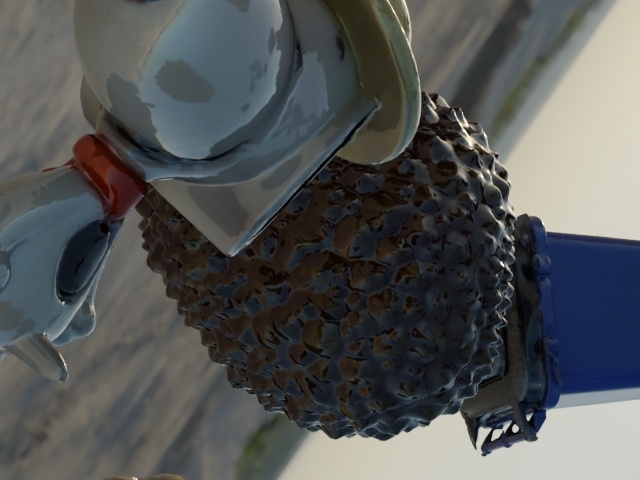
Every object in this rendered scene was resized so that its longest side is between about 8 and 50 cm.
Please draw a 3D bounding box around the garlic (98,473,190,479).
[{"bbox_3d":[-0.133,0.252,1.418,0.147,0.159,0.102,-17,-177,-6],"label":"garlic"}]

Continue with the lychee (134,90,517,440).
[{"bbox_3d":[0.000,0.000,1.255,0.271,0.271,0.271,-55,177,-5],"label":"lychee"}]

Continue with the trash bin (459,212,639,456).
[{"bbox_3d":[0.232,0.080,1.547,0.162,0.235,0.184,145,-57,-68],"label":"trash bin"}]

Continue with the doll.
[{"bbox_3d":[-0.086,-0.032,0.805,0.271,0.144,0.208,-52,155,17],"label":"doll"}]
